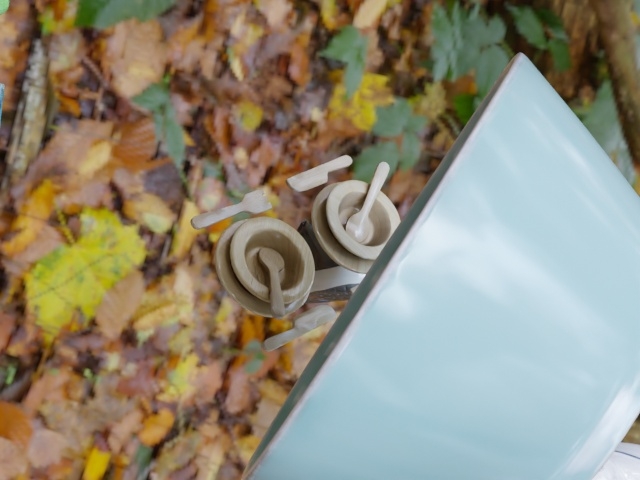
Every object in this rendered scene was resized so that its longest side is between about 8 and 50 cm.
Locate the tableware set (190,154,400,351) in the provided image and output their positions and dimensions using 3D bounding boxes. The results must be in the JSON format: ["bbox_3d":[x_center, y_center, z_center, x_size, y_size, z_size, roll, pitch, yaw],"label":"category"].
[{"bbox_3d":[0.000,0.000,0.885,0.194,0.128,0.039,-25,170,-41],"label":"tableware set"}]

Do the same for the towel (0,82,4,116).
[{"bbox_3d":[-0.643,-0.155,1.524,0.271,0.370,0.040,114,-21,-51],"label":"towel"}]

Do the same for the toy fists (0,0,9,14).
[{"bbox_3d":[-0.361,-0.312,0.995,0.096,0.142,0.279,124,-43,-58],"label":"toy fists"}]

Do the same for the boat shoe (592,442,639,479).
[{"bbox_3d":[0.178,0.193,0.806,0.084,0.258,0.095,-51,152,-59],"label":"boat shoe"}]

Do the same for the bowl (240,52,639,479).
[{"bbox_3d":[0.102,0.057,0.665,0.311,0.163,0.311,-58,178,-3],"label":"bowl"}]

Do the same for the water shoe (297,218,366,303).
[{"bbox_3d":[-0.006,0.020,1.090,0.073,0.203,0.080,15,77,-38],"label":"water shoe"}]
